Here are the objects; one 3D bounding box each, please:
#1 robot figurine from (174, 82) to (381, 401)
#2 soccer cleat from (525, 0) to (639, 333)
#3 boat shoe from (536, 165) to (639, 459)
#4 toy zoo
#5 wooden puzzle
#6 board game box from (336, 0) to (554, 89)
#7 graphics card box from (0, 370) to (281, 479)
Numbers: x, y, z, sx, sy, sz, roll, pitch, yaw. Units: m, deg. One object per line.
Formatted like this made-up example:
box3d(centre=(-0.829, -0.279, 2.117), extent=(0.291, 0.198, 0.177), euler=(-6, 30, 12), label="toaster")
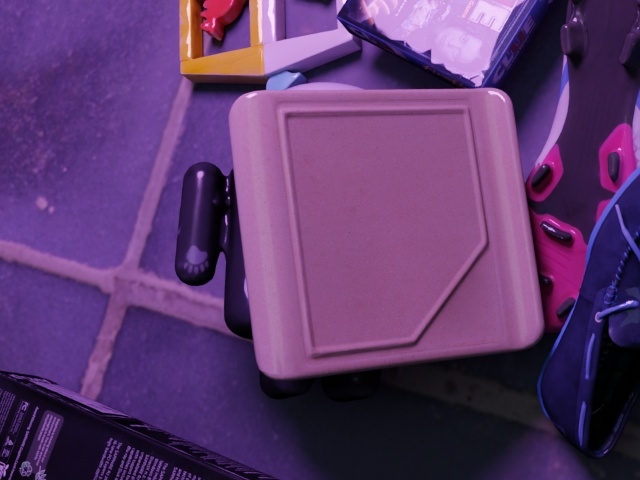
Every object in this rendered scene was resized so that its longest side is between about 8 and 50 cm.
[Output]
box3d(centre=(0.001, 0.001, 0.928), extent=(0.173, 0.209, 0.278), euler=(-8, 75, 37), label="robot figurine")
box3d(centre=(0.249, -0.079, 0.882), extent=(0.116, 0.143, 0.331), euler=(26, 112, 40), label="soccer cleat")
box3d(centre=(0.252, 0.058, 0.805), extent=(0.109, 0.258, 0.089), euler=(0, 33, -15), label="boat shoe")
box3d(centre=(-0.056, -0.278, 1.087), extent=(0.192, 0.030, 0.293), euler=(-7, 75, 20), label="toy zoo")
box3d(centre=(0.052, -0.010, 0.834), extent=(0.238, 0.044, 0.221), euler=(-5, 83, -19), label="wooden puzzle")
box3d(centre=(0.147, -0.267, 0.957), extent=(0.165, 0.042, 0.243), euler=(32, 91, 24), label="board game box")
box3d(centre=(-0.193, 0.288, 0.981), extent=(0.371, 0.094, 0.233), euler=(17, 85, 23), label="graphics card box")
